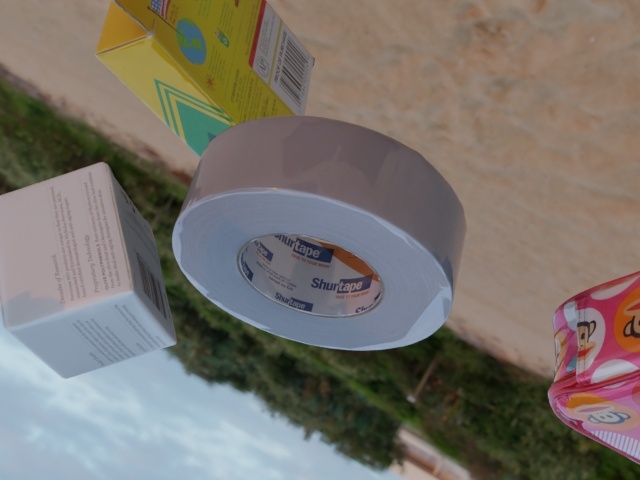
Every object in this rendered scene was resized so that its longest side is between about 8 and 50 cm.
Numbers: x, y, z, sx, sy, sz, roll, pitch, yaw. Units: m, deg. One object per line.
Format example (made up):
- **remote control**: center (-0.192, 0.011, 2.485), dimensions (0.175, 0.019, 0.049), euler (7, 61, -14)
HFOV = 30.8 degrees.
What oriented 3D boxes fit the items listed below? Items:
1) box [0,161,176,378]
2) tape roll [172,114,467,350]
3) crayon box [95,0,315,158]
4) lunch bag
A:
- **box**: center (-0.158, 0.022, 0.775), dimensions (0.101, 0.087, 0.102), euler (68, -175, -63)
- **tape roll**: center (0.000, 0.000, 0.899), dimensions (0.219, 0.072, 0.219), euler (11, 148, 7)
- **crayon box**: center (-0.132, -0.222, 1.290), dimensions (0.081, 0.202, 0.318), euler (-13, 140, 29)
- **lunch bag**: center (0.374, 0.115, 1.012), dimensions (0.258, 0.120, 0.293), euler (31, 143, -28)
